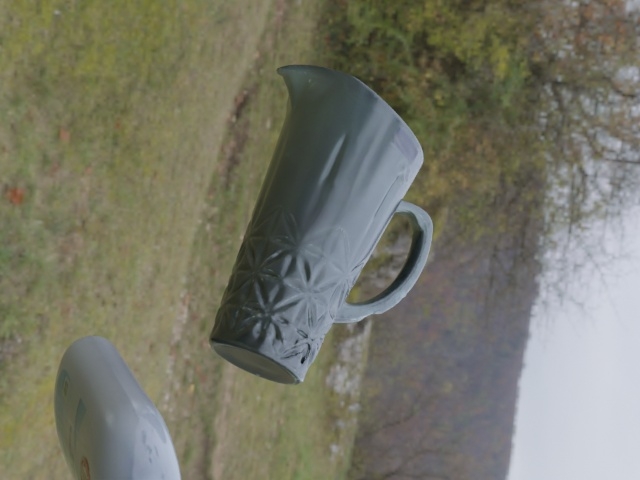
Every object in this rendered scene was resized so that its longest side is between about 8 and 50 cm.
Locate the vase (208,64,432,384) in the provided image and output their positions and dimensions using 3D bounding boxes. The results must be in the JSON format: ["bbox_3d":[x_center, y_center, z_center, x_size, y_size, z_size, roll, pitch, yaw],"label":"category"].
[{"bbox_3d":[0.000,0.000,0.971,0.156,0.251,0.301,-15,-134,58],"label":"vase"}]

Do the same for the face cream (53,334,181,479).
[{"bbox_3d":[-0.185,0.218,0.882,0.336,0.080,0.163,-147,-124,-59],"label":"face cream"}]
